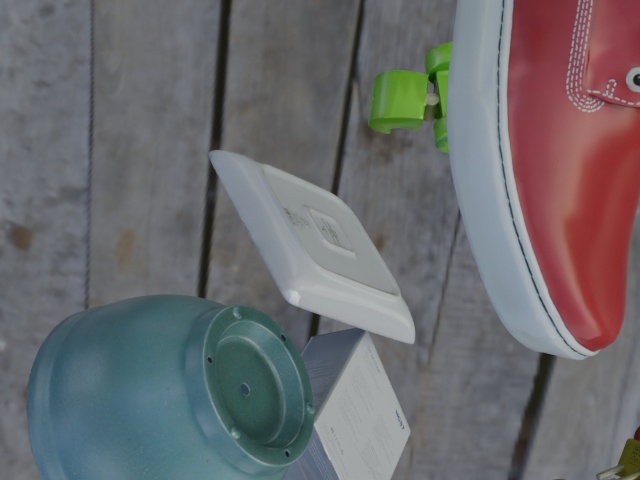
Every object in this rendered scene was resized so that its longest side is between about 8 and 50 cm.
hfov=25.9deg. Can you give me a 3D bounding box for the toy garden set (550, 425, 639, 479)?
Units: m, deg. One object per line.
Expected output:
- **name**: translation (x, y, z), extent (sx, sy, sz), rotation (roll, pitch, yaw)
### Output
- **toy garden set**: translation (0.278, 0.235, 1.197), extent (0.244, 0.204, 0.049), rotation (-21, 104, -22)

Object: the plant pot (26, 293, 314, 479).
- **plant pot**: translation (-0.132, 0.179, 1.457), extent (0.196, 0.293, 0.293), rotation (-25, 121, 33)

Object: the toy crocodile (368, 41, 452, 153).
- **toy crocodile**: translation (0.222, -0.161, 1.563), extent (0.341, 0.115, 0.105), rotation (-7, 160, -1)

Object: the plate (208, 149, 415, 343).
- **plate**: translation (0.000, 0.000, 1.851), extent (0.045, 0.277, 0.278), rotation (-44, 142, 20)

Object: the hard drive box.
- **hard drive box**: translation (0.023, 0.252, 1.826), extent (0.089, 0.232, 0.181), rotation (-13, 112, 26)

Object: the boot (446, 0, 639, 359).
- **boot**: translation (0.145, -0.079, 0.534), extent (0.176, 0.244, 0.088), rotation (-7, 163, 30)
